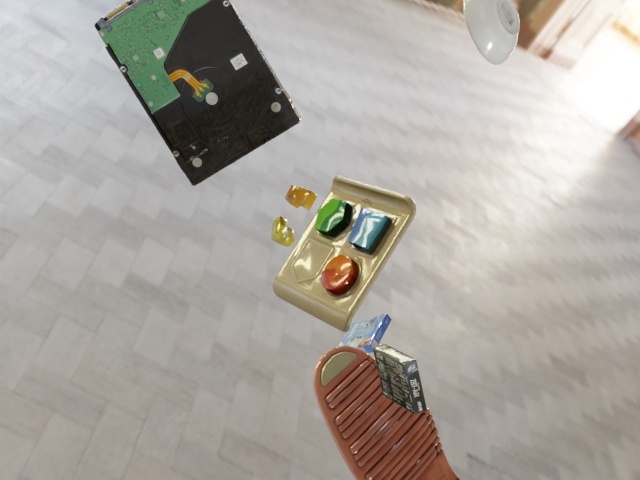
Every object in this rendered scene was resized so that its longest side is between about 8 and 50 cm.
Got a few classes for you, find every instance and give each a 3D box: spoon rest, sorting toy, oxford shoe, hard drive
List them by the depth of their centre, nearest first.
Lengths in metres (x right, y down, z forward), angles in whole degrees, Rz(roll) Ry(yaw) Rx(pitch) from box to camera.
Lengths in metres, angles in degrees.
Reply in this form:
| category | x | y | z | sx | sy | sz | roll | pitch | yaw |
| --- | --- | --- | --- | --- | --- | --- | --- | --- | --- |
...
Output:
| category | x | y | z | sx | sy | sz | roll | pitch | yaw |
| --- | --- | --- | --- | --- | --- | --- | --- | --- | --- |
| oxford shoe | 0.105 | 0.322 | 1.191 | 0.140 | 0.146 | 0.397 | -36 | 96 | -20 |
| sorting toy | 0.000 | 0.000 | 1.371 | 0.041 | 0.229 | 0.307 | 33 | -7 | -38 |
| spoon rest | 0.311 | -0.402 | 1.451 | 0.137 | 0.084 | 0.276 | 56 | 47 | -20 |
| hard drive | -0.218 | -0.301 | 1.507 | 0.339 | 0.237 | 0.064 | 58 | 9 | -9 |

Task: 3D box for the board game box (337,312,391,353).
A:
| category | x | y | z | sx | sy | sz | roll | pitch | yaw |
| --- | --- | --- | --- | --- | --- | --- | --- | --- | --- |
| board game box | 0.077 | 0.178 | 1.538 | 0.020 | 0.090 | 0.090 | 53 | 42 | -16 |

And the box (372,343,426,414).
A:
| category | x | y | z | sx | sy | sz | roll | pitch | yaw |
| --- | --- | --- | --- | --- | --- | --- | --- | --- | --- |
| box | 0.096 | 0.168 | 1.026 | 0.018 | 0.067 | 0.083 | -18 | 12 | -20 |
